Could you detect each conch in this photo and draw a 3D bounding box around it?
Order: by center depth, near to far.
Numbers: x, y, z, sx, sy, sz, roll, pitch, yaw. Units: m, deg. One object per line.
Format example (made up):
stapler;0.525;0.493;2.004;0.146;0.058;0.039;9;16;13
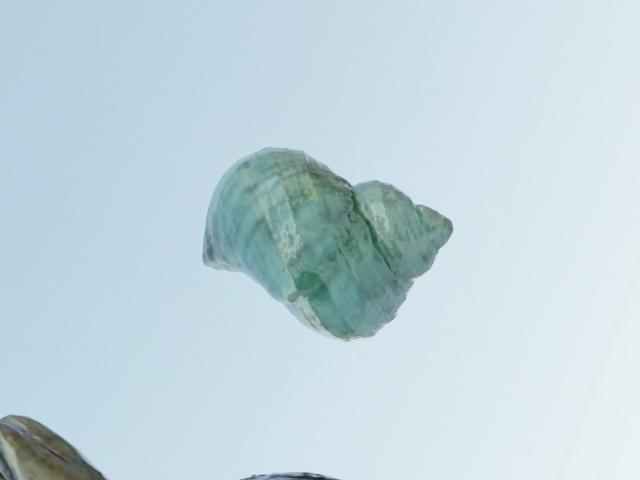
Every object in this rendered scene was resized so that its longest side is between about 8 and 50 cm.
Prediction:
conch;-0.002;-0.003;1.036;0.176;0.188;0.122;-43;-24;-73

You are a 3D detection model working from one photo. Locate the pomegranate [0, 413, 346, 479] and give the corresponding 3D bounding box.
pomegranate;-0.070;0.224;0.726;0.285;0.341;0.285;-47;4;4
